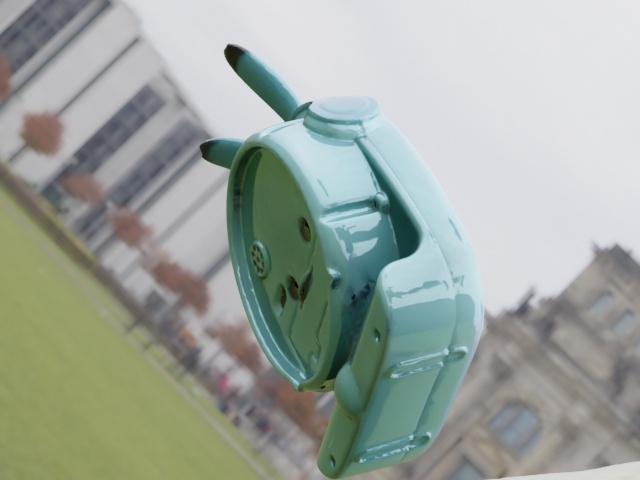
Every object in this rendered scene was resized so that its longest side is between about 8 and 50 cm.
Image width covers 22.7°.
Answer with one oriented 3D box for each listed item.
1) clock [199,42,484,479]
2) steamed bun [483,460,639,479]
[{"bbox_3d":[0.001,0.000,0.553,0.147,0.045,0.108,61,-29,33],"label":"clock"},{"bbox_3d":[0.174,0.176,0.368,0.203,0.276,0.289,-33,-118,54],"label":"steamed bun"}]
